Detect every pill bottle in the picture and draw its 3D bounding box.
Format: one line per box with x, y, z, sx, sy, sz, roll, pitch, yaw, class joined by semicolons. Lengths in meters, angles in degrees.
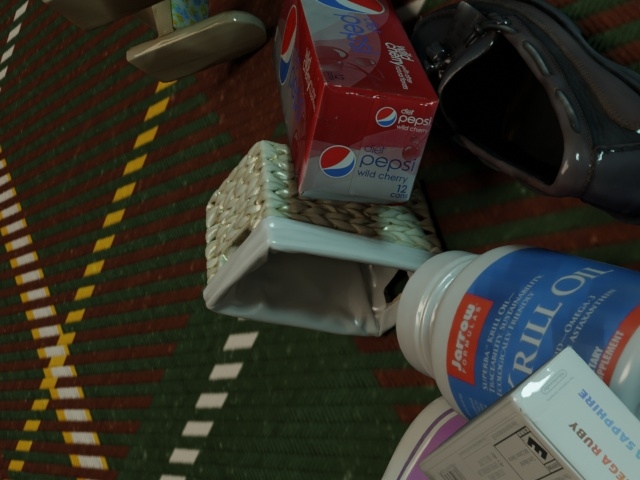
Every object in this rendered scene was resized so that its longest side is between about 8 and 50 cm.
0.145;0.070;0.690;0.221;0.124;0.124;16;97;57;pill bottle

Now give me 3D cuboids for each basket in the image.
0.000;0.000;0.891;0.113;0.167;0.103;-45;44;44;basket

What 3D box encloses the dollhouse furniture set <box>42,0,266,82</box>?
-0.166;-0.416;1.077;0.257;0.394;0.362;-17;67;24;dollhouse furniture set

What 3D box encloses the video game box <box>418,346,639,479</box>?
0.147;0.160;0.590;0.187;0.048;0.205;50;162;10;video game box

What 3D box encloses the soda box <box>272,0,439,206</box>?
0.018;-0.130;0.879;0.263;0.084;0.092;-103;23;-57;soda box

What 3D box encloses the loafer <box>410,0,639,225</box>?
0.126;-0.102;0.761;0.302;0.095;0.109;48;131;54;loafer

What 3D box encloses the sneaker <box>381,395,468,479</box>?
0.083;0.263;0.774;0.161;0.102;0.282;40;117;49;sneaker
